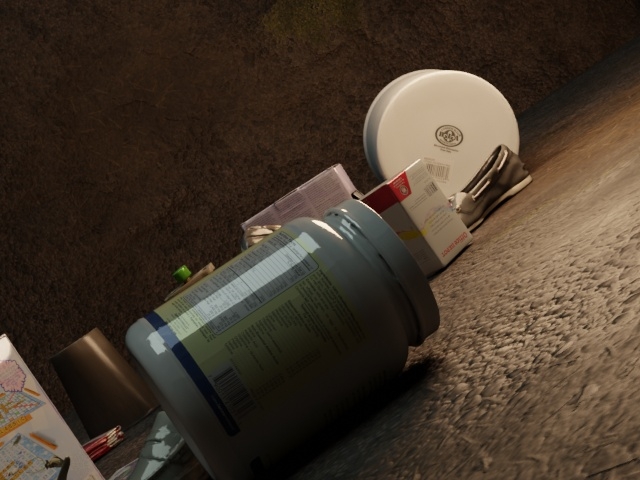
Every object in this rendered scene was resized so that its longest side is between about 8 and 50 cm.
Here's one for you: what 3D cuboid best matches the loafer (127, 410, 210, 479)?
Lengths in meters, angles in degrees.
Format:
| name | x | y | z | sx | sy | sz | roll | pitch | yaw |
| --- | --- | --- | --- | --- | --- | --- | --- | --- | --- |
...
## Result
| name | x | y | z | sx | sy | sz | roll | pitch | yaw |
| --- | --- | --- | --- | --- | --- | --- | --- | --- | --- |
| loafer | -0.189 | 0.277 | 1.456 | 0.319 | 0.111 | 0.112 | -36 | 5 | -39 |

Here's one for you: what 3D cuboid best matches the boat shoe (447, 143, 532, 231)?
| name | x | y | z | sx | sy | sz | roll | pitch | yaw |
| --- | --- | --- | --- | --- | --- | --- | --- | --- | --- |
| boat shoe | 0.286 | -0.081 | 2.175 | 0.335 | 0.096 | 0.112 | -36 | 5 | -38 |

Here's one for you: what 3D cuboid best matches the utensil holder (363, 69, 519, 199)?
| name | x | y | z | sx | sy | sz | roll | pitch | yaw |
| --- | --- | --- | --- | --- | --- | --- | --- | --- | --- |
| utensil holder | 0.267 | -0.228 | 2.514 | 0.327 | 0.328 | 0.385 | -33 | 5 | 3 |

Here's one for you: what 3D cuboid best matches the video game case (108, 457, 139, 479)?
| name | x | y | z | sx | sy | sz | roll | pitch | yaw |
| --- | --- | --- | --- | --- | --- | --- | --- | --- | --- |
| video game case | -0.280 | 0.364 | 1.777 | 0.190 | 0.022 | 0.173 | -32 | 4 | 15 |

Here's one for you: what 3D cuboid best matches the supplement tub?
| name | x | y | z | sx | sy | sz | roll | pitch | yaw |
| --- | --- | --- | --- | --- | --- | --- | --- | --- | --- |
| supplement tub | -0.043 | 0.118 | 1.345 | 0.324 | 0.235 | 0.235 | -34 | 4 | -14 |

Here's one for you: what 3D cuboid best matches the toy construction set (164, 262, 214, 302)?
| name | x | y | z | sx | sy | sz | roll | pitch | yaw |
| --- | --- | --- | --- | --- | --- | --- | --- | --- | --- |
| toy construction set | -0.211 | 0.149 | 2.308 | 0.308 | 0.237 | 0.257 | -30 | 5 | 38 |

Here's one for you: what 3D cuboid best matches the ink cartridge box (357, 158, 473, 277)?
| name | x | y | z | sx | sy | sz | roll | pitch | yaw |
| --- | --- | --- | --- | --- | --- | --- | --- | --- | --- |
| ink cartridge box | 0.154 | -0.024 | 1.962 | 0.127 | 0.176 | 0.128 | -33 | 2 | 41 |

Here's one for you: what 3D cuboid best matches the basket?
| name | x | y | z | sx | sy | sz | roll | pitch | yaw |
| --- | --- | --- | --- | --- | --- | --- | --- | --- | --- |
| basket | -0.502 | 0.326 | 2.543 | 0.204 | 0.227 | 0.154 | -32 | 4 | 29 |

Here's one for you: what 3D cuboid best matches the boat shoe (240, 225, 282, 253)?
| name | x | y | z | sx | sy | sz | roll | pitch | yaw |
| --- | --- | --- | --- | --- | --- | --- | --- | --- | --- |
| boat shoe | -0.057 | 0.121 | 1.692 | 0.132 | 0.130 | 0.355 | 4 | 37 | -9 |

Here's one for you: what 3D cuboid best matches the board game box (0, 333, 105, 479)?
| name | x | y | z | sx | sy | sz | roll | pitch | yaw |
| --- | --- | --- | --- | --- | --- | --- | --- | --- | --- |
| board game box | -0.527 | 0.351 | 1.759 | 0.066 | 0.318 | 0.318 | -31 | 4 | 32 |

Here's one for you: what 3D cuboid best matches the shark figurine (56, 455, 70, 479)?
| name | x | y | z | sx | sy | sz | roll | pitch | yaw |
| --- | --- | --- | --- | --- | --- | --- | --- | --- | --- |
| shark figurine | -0.376 | 0.409 | 1.513 | 0.278 | 0.116 | 0.166 | -24 | -40 | -62 |

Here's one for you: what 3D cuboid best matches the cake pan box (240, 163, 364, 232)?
| name | x | y | z | sx | sy | sz | roll | pitch | yaw |
| --- | --- | --- | --- | --- | --- | --- | --- | --- | --- |
| cake pan box | 0.000 | 0.000 | 2.389 | 0.266 | 0.246 | 0.070 | -33 | 4 | 18 |

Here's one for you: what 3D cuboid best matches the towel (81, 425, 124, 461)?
| name | x | y | z | sx | sy | sz | roll | pitch | yaw |
| --- | --- | --- | --- | --- | --- | --- | --- | --- | --- |
| towel | -0.576 | 0.507 | 2.342 | 0.329 | 0.037 | 0.237 | -34 | 1 | -33 |
